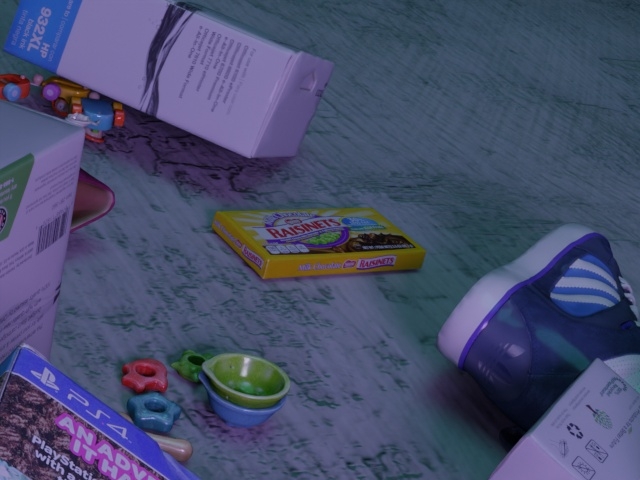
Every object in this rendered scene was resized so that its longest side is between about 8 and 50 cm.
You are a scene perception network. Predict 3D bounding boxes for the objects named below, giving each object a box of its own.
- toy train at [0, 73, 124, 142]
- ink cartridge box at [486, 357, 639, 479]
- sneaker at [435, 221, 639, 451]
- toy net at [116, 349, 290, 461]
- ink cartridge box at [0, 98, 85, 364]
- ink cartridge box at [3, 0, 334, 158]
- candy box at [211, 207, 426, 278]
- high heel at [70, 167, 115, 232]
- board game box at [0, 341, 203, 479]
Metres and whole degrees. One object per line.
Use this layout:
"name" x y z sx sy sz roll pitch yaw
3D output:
"toy train" -0.296 -0.144 1.456 0.166 0.046 0.125 28 28 28
"ink cartridge box" 0.288 0.238 0.958 0.333 0.065 0.165 41 30 14
"sneaker" 0.266 0.109 1.217 0.236 0.130 0.323 37 26 19
"toy net" -0.136 0.121 1.001 0.232 0.045 0.122 -11 37 -46
"ink cartridge box" -0.250 0.029 0.915 0.093 0.219 0.160 19 24 11
"ink cartridge box" -0.163 -0.208 1.499 0.307 0.129 0.223 24 8 9
"candy box" 0.000 0.000 1.366 0.206 0.027 0.105 -3 28 -37
"high heel" -0.306 -0.020 1.075 0.181 0.127 0.377 9 20 7
"board game box" -0.110 0.226 0.581 0.232 0.141 0.291 40 19 -17
